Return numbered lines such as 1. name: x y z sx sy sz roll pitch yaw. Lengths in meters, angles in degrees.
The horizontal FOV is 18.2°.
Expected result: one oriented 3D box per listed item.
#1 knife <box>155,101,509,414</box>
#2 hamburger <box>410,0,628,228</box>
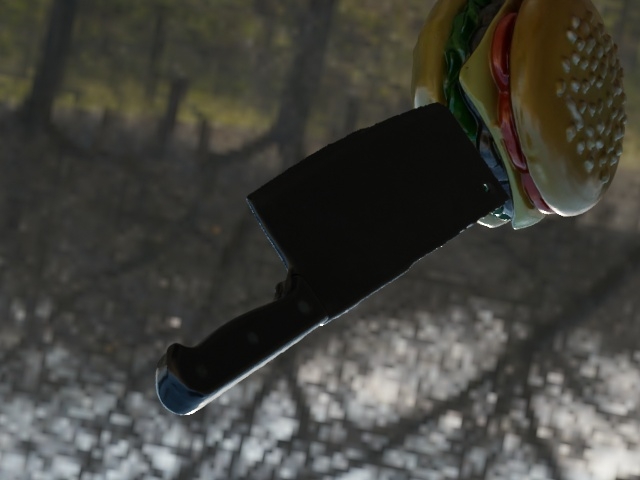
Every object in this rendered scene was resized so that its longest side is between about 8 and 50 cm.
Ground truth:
1. knife: 0.000 0.000 0.915 0.245 0.072 0.019 -34 178 -44
2. hamburger: 0.124 -0.088 1.240 0.115 0.162 0.162 -6 173 29
